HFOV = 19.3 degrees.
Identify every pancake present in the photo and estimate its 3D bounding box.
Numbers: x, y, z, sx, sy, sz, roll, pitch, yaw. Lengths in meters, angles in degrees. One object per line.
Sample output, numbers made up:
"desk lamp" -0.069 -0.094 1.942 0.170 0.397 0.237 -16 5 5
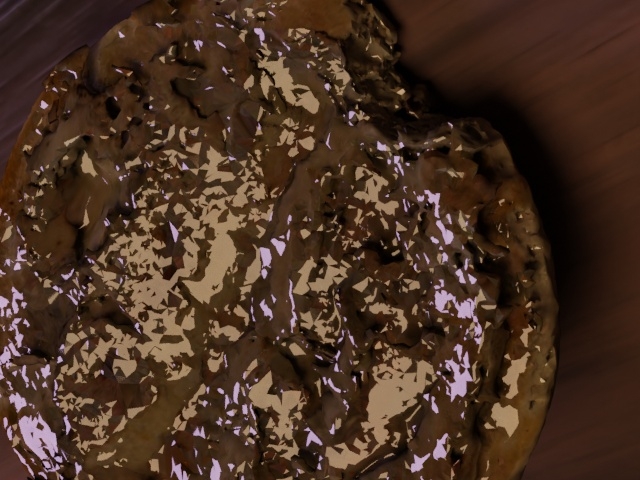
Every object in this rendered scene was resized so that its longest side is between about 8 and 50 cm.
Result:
"pancake" -0.035 0.034 1.087 0.382 0.071 0.382 5 101 26
